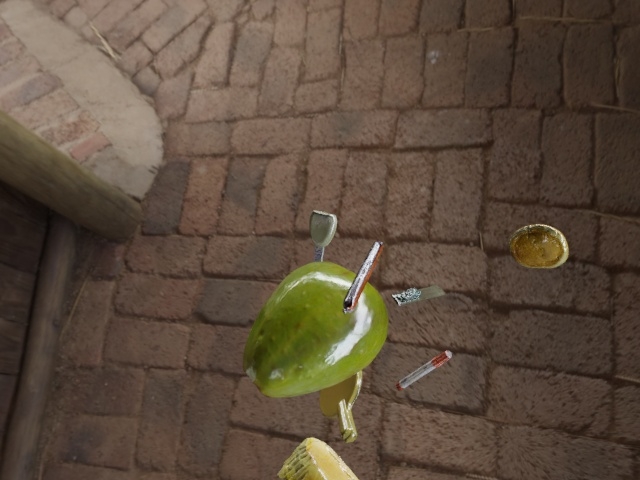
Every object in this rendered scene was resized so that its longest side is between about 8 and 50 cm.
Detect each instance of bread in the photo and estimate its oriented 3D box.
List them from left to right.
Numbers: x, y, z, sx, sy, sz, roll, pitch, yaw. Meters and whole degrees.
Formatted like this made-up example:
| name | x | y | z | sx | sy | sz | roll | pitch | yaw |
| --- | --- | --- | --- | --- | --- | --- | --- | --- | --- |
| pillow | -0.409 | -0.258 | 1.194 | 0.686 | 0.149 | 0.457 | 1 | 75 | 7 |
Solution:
| name | x | y | z | sx | sy | sz | roll | pitch | yaw |
| --- | --- | --- | --- | --- | --- | --- | --- | --- | --- |
| bread | 0.010 | 0.631 | 1.348 | 0.250 | 0.179 | 0.133 | 42 | 99 | 22 |
| bread | 0.419 | 0.014 | 1.032 | 0.110 | 0.110 | 0.024 | 14 | 43 | 24 |

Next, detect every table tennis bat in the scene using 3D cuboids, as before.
| name | x | y | z | sx | sy | sz | roll | pitch | yaw |
| --- | --- | --- | --- | --- | --- | --- | --- | --- | --- |
| table tennis bat | 0.068 | 0.510 | 1.718 | 0.198 | 0.050 | 0.321 | -48 | 23 | 17 |

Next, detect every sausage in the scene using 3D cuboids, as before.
| name | x | y | z | sx | sy | sz | roll | pitch | yaw |
| --- | --- | --- | --- | --- | --- | --- | --- | --- | --- |
| sausage | 0.079 | 0.063 | 0.982 | 0.025 | 0.028 | 0.198 | 28 | 47 | 5 |

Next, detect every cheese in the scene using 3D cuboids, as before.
| name | x | y | z | sx | sy | sz | roll | pitch | yaw |
| --- | --- | --- | --- | --- | --- | --- | --- | --- | --- |
| cheese | 0.000 | 0.000 | 1.749 | 0.097 | 0.037 | 0.192 | 17 | 108 | 27 |

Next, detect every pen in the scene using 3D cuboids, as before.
| name | x | y | z | sx | sy | sz | roll | pitch | yaw |
| --- | --- | --- | --- | --- | --- | --- | --- | --- | --- |
| pen | 0.302 | 0.385 | 1.583 | 0.239 | 0.028 | 0.028 | -48 | 55 | 41 |

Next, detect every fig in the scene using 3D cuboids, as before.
| name | x | y | z | sx | sy | sz | roll | pitch | yaw |
| --- | --- | --- | --- | --- | --- | --- | --- | --- | --- |
| fig | -0.014 | 0.196 | 1.124 | 0.258 | 0.258 | 0.326 | 37 | 61 | 27 |

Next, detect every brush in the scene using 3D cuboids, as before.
| name | x | y | z | sx | sy | sz | roll | pitch | yaw |
| --- | --- | --- | --- | --- | --- | --- | --- | --- | --- |
| brush | 0.238 | 0.123 | 1.263 | 0.034 | 0.190 | 0.027 | 53 | 126 | 29 |
